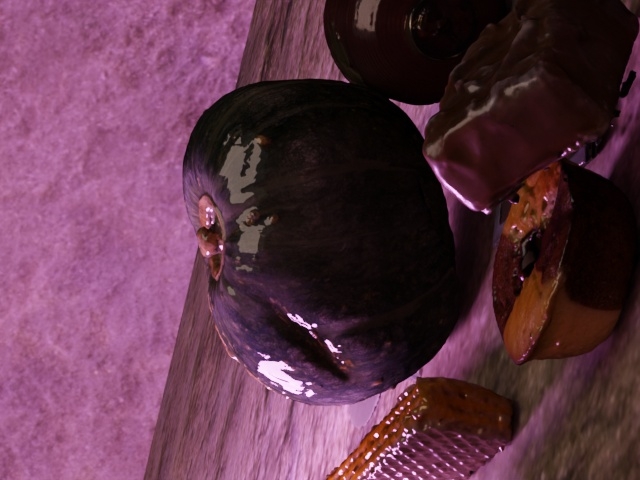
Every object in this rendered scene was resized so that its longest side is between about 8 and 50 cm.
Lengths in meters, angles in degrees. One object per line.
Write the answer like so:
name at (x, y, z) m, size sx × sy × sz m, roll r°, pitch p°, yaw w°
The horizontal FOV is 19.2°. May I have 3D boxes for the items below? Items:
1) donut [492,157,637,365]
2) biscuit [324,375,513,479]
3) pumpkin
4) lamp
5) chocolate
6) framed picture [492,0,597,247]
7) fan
donut at (0.191, 0.017, 1.487) m, size 0.184 × 0.073 × 0.166 m, roll -130°, pitch 52°, yaw -76°
biscuit at (0.078, 0.212, 1.787) m, size 0.378 × 0.094 × 0.054 m, roll 125°, pitch 154°, yaw -62°
pumpkin at (0.000, 0.000, 1.888) m, size 0.291 × 0.258 × 0.327 m, roll -163°, pitch 66°, yaw -73°
lamp at (0.101, -0.221, 1.941) m, size 0.258 × 0.180 × 0.180 m, roll -145°, pitch 67°, yaw -74°
chocolate at (0.166, -0.127, 1.496) m, size 0.148 × 0.093 × 0.214 m, roll -34°, pitch 19°, yaw 31°
framed picture at (0.211, -0.162, 1.706) m, size 0.231 × 0.018 × 0.293 m, roll 130°, pitch 150°, yaw -66°
fan at (0.069, 0.130, 2.120) m, size 0.329 × 0.009 × 0.190 m, roll -150°, pitch 73°, yaw -78°
